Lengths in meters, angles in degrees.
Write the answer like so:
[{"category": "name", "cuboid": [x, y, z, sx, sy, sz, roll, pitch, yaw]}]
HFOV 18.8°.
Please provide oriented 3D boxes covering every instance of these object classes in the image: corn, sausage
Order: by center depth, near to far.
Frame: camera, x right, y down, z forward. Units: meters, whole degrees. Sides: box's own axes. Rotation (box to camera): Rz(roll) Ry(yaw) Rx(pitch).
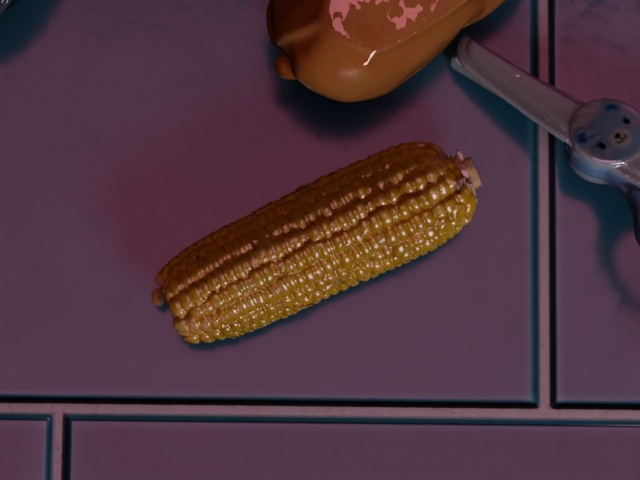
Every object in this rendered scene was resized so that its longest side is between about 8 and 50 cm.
[{"category": "sausage", "cuboid": [0.065, -0.190, 1.301, 0.241, 0.136, 0.120, -40, 98, -9]}, {"category": "corn", "cuboid": [0.000, 0.000, 1.304, 0.238, 0.080, 0.080, -25, 84, -6]}]

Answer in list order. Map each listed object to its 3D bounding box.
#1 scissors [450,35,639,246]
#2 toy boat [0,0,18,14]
[{"category": "scissors", "cuboid": [0.197, -0.066, 1.312, 0.256, 0.030, 0.125, 34, 65, 17]}, {"category": "toy boat", "cuboid": [-0.216, -0.279, 1.310, 0.114, 0.122, 0.296, 11, 85, 25]}]
